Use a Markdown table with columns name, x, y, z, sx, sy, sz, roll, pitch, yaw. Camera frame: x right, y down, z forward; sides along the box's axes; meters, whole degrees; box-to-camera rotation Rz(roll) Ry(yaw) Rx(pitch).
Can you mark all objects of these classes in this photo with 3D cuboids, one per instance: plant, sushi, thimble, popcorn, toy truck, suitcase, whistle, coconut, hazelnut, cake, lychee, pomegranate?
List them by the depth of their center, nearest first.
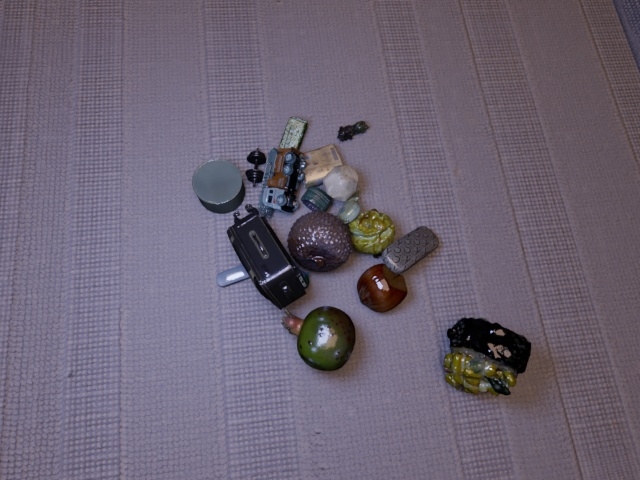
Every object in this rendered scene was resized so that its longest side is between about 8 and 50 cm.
| name | x | y | z | sx | sy | sz | roll | pitch | yaw |
| --- | --- | --- | --- | --- | --- | --- | --- | --- | --- |
| pomegranate | -0.012 | 0.411 | 1.691 | 0.324 | 0.291 | 0.290 | 6 | 74 | -15 |
| suitcase | -0.231 | 0.075 | 1.715 | 0.194 | 0.283 | 0.433 | -33 | 56 | -7 |
| sushi | 0.699 | 0.511 | 1.717 | 0.328 | 0.328 | 0.285 | 28 | 68 | -2 |
| lychee | 0.002 | 0.005 | 1.827 | 0.301 | 0.300 | 0.299 | 1 | 74 | -5 |
| hazelnut | 0.275 | 0.218 | 1.847 | 0.181 | 0.181 | 0.212 | -30 | 79 | -42 |
| popcorn | 0.240 | -0.034 | 1.897 | 0.221 | 0.183 | 0.204 | -25 | 58 | 3 |
| coconut | 0.093 | -0.265 | 1.915 | 0.161 | 0.162 | 0.160 | 23 | 44 | -24 |
| toy truck | -0.194 | -0.269 | 1.926 | 0.185 | 0.133 | 0.337 | 11 | 89 | 28 |
| whistle | 0.142 | -0.166 | 1.933 | 0.067 | 0.126 | 0.257 | 44 | 40 | -21 |
| thimble | -0.019 | -0.193 | 1.951 | 0.135 | 0.118 | 0.090 | 36 | 76 | 1 |
| cake | -0.146 | -0.504 | 2.074 | 0.100 | 0.099 | 0.235 | 20 | 95 | 0 |
| plant | 0.165 | -0.571 | 2.099 | 0.175 | 0.087 | 0.085 | -24 | 108 | -6 |

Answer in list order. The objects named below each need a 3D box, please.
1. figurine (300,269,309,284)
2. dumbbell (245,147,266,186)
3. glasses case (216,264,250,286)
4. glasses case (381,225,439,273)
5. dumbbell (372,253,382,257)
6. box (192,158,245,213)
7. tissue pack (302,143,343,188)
| name | x | y | z | sx | sy | sz | roll | pitch | yaw |
| --- | --- | --- | --- | --- | --- | --- | --- | --- | --- |
| figurine | -0.138 | 0.201 | 1.849 | 0.179 | 0.114 | 0.144 | 4 | 97 | 8 |
| dumbbell | -0.316 | -0.360 | 1.983 | 0.099 | 0.099 | 0.208 | 4 | 73 | -4 |
| glasses case | -0.389 | 0.158 | 1.858 | 0.179 | 0.045 | 0.067 | -19 | 77 | -11 |
| glasses case | 0.424 | 0.038 | 1.891 | 0.355 | 0.085 | 0.137 | -28 | 71 | -37 |
| dumbbell | 0.295 | 0.070 | 1.948 | 0.084 | 0.040 | 0.035 | 8 | 44 | -3 |
| box | -0.476 | -0.252 | 1.912 | 0.227 | 0.149 | 0.225 | 1 | 74 | -5 |
| tissue pack | -0.002 | -0.370 | 2.017 | 0.223 | 0.090 | 0.186 | -19 | 78 | -11 |
